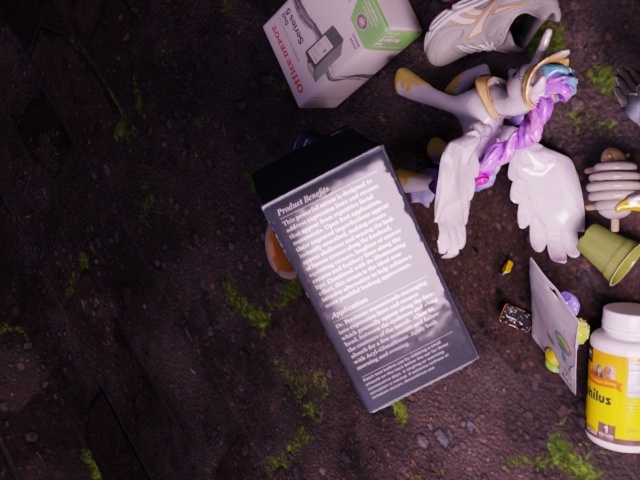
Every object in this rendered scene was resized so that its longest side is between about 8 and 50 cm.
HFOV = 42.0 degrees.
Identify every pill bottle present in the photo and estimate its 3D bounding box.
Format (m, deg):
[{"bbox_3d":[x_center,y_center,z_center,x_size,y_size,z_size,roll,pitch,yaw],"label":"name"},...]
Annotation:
[{"bbox_3d":[0.476,0.210,1.295,0.117,0.117,0.215,10,105,43],"label":"pill bottle"}]

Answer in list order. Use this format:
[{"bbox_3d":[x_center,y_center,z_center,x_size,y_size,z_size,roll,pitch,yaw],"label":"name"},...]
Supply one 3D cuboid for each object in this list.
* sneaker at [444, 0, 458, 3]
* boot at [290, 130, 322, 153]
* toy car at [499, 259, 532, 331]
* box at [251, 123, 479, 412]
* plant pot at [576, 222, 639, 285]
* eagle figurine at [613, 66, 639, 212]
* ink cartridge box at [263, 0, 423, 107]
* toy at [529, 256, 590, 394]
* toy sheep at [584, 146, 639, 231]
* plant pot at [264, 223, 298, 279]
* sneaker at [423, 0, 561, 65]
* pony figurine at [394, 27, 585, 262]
[{"bbox_3d":[0.213,-0.498,1.454,0.075,0.063,0.170,-33,70,50],"label":"sneaker"},{"bbox_3d":[-0.032,-0.136,1.777,0.086,0.069,0.190,34,113,44],"label":"boot"},{"bbox_3d":[0.346,0.099,1.473,0.040,0.060,0.122,100,176,-84],"label":"toy car"},{"bbox_3d":[0.067,0.035,1.426,0.396,0.212,0.293,64,180,-15],"label":"box"},{"bbox_3d":[0.447,0.015,1.304,0.079,0.083,0.083,39,124,28],"label":"plant pot"},{"bbox_3d":[0.502,-0.091,1.131,0.226,0.225,0.298,9,112,55],"label":"eagle figurine"},{"bbox_3d":[0.036,-0.408,1.611,0.273,0.114,0.198,-35,73,43],"label":"ink cartridge box"},{"bbox_3d":[0.390,0.134,1.337,0.237,0.056,0.137,75,169,-50],"label":"toy"},{"bbox_3d":[0.452,-0.079,1.286,0.091,0.091,0.132,-5,89,45],"label":"toy sheep"},{"bbox_3d":[0.000,0.000,1.668,0.205,0.188,0.205,11,105,47],"label":"plant pot"},{"bbox_3d":[0.280,-0.348,1.382,0.262,0.099,0.121,-32,65,44],"label":"sneaker"},{"bbox_3d":[0.262,-0.146,1.363,0.363,0.302,0.351,6,94,60],"label":"pony figurine"}]
